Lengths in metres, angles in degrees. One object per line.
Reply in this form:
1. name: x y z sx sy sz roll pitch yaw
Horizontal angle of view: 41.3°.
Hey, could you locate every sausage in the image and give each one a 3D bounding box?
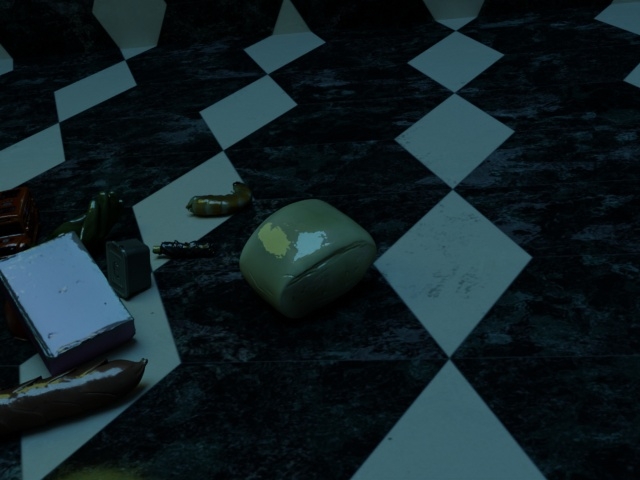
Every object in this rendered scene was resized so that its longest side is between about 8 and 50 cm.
1. sausage: -0.511 0.287 1.486 0.433 0.088 0.088 -16 30 -12

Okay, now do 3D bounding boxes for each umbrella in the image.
1. umbrella: -0.315 0.019 1.951 0.144 0.037 0.040 0 44 9

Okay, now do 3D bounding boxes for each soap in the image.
1. soap: -0.506 0.119 1.673 0.181 0.081 0.259 -27 61 -27

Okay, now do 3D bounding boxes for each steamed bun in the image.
1. steamed bun: -0.026 0.027 1.704 0.250 0.154 0.200 -36 47 -16

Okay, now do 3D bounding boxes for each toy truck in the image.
1. toy truck: -0.760 -0.035 2.088 0.107 0.114 0.252 -11 28 -7

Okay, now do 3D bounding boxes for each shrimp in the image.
1. shrimp: -0.254 -0.114 2.165 0.161 0.049 0.166 -2 28 7

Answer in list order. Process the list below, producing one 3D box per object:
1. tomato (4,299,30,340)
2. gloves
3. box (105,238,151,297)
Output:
1. tomato: -0.556 0.122 1.792 0.225 0.085 0.225 -5 27 2
2. gloves: -0.575 -0.016 2.019 0.268 0.107 0.135 -41 31 -18
3. box: -0.413 0.056 1.837 0.069 0.122 0.084 -16 29 -37
